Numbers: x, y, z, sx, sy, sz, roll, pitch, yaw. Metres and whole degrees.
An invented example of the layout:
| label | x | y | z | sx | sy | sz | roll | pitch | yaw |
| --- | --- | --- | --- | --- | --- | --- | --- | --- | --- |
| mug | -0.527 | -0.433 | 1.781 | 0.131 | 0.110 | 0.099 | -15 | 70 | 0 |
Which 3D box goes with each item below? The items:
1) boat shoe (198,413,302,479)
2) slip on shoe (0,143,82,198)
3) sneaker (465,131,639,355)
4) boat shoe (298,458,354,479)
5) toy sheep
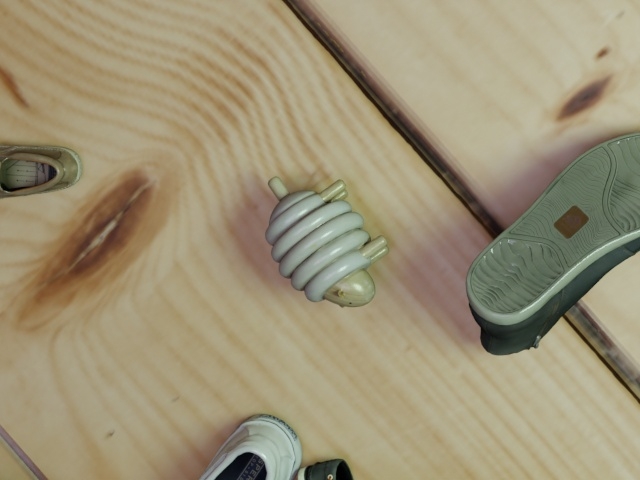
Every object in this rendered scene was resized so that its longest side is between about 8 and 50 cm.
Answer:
| label | x | y | z | sx | sy | sz | roll | pitch | yaw |
| --- | --- | --- | --- | --- | --- | --- | --- | --- | --- |
| boat shoe | -0.105 | 0.268 | 1.537 | 0.095 | 0.084 | 0.258 | 27 | 107 | 9 |
| slip on shoe | -0.277 | -0.058 | 1.541 | 0.135 | 0.041 | 0.051 | 1 | 102 | 16 |
| sneaker | 0.207 | 0.001 | 1.406 | 0.222 | 0.118 | 0.083 | -34 | 70 | -8 |
| boat shoe | 0.023 | 0.253 | 1.517 | 0.042 | 0.049 | 0.133 | -19 | 91 | 27 |
| toy sheep | 0.000 | 0.000 | 1.455 | 0.091 | 0.091 | 0.132 | -41 | 75 | 19 |
